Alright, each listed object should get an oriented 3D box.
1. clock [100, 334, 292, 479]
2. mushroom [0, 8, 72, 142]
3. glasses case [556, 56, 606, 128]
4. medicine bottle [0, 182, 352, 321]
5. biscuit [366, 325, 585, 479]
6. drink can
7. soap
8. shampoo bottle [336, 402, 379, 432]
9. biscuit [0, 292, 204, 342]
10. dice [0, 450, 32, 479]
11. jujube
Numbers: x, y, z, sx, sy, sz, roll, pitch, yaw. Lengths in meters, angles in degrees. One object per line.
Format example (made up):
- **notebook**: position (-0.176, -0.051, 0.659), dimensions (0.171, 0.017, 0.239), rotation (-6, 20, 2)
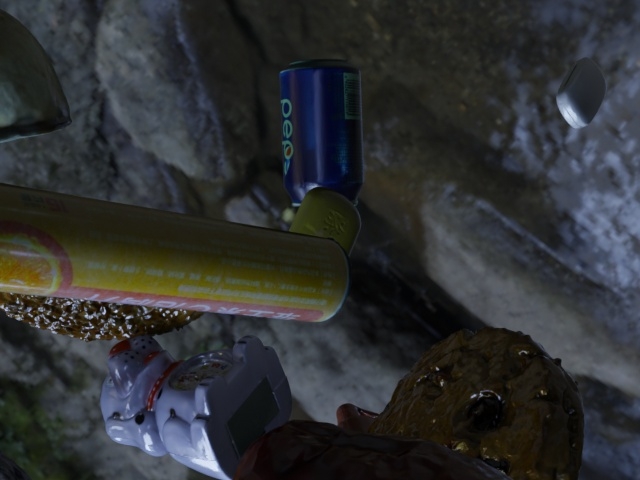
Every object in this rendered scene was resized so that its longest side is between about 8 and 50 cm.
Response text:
- **clock**: position (-0.189, 0.214, 1.476), dimensions (0.254, 0.189, 0.189), rotation (4, 131, 31)
- **mushroom**: position (-0.379, -0.175, 1.202), dimensions (0.267, 0.190, 0.164), rotation (-110, 3, -81)
- **glasses case**: position (0.383, -0.217, 1.633), dimensions (0.041, 0.164, 0.063), rotation (-29, 105, 38)
- **medicine bottle**: position (-0.151, 0.015, 1.034), dimensions (0.108, 0.426, 0.108), rotation (-11, 75, 47)
- **biscuit**: position (0.129, 0.208, 1.080), dimensions (0.075, 0.296, 0.296), rotation (35, 153, -27)
- **drink can**: position (0.002, -0.149, 1.568), dimensions (0.118, 0.118, 0.205), rotation (0, 92, 48)
- **soap**: position (0.001, 0.000, 1.415), dimensions (0.089, 0.140, 0.045), rotation (30, 158, -16)
- **shampoo bottle**: position (0.060, 0.292, 1.530), dimensions (0.085, 0.085, 0.244), rotation (58, -176, -20)
- **biscuit**: position (-0.279, 0.058, 1.409), dimensions (0.305, 0.038, 0.305), rotation (-1, 149, -1)
- **dice**: position (-0.438, 0.330, 1.280), dimensions (0.181, 0.183, 0.182), rotation (38, -178, -20)
- **jujube**: position (0.040, 0.212, 0.722), dimensions (0.255, 0.190, 0.190), rotation (32, 151, 55)
